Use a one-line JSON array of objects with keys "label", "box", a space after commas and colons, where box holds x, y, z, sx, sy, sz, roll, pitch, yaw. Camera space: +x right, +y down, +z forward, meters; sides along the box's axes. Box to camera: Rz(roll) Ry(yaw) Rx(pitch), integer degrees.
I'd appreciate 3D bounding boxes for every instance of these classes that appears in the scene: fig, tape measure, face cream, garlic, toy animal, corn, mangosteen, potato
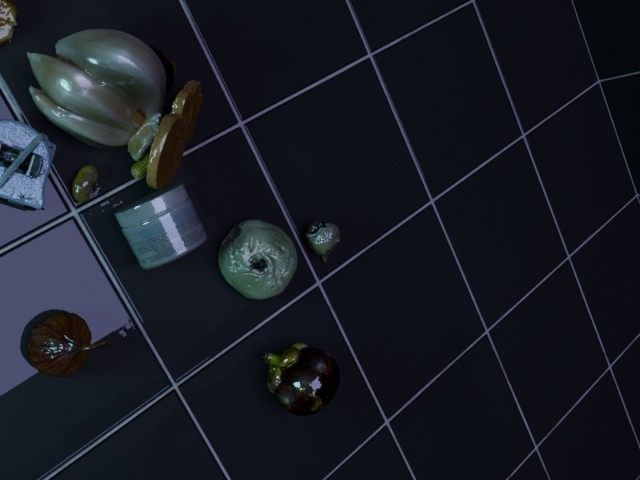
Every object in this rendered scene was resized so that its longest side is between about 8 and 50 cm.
[{"label": "fig", "box": [-0.550, 0.239, 1.559, 0.134, 0.201, 0.146, -1, 96, -43]}, {"label": "tape measure", "box": [-0.673, -0.170, 1.534, 0.181, 0.107, 0.181, 12, 85, -39]}, {"label": "face cream", "box": [-0.375, -0.034, 1.684, 0.177, 0.177, 0.152, -30, 106, -30]}, {"label": "garlic", "box": [-0.481, -0.335, 1.592, 0.279, 0.132, 0.325, -45, 127, 9]}, {"label": "toy animal", "box": [0.000, 0.000, 2.001, 0.098, 0.137, 0.098, 6, 53, -9]}, {"label": "corn", "box": [-0.425, -0.188, 1.738, 0.092, 0.037, 0.037, -43, 112, -25]}, {"label": "mangosteen", "box": [-0.409, -0.412, 1.711, 0.140, 0.140, 0.140, 0, 90, -33]}, {"label": "mangosteen", "box": [-0.057, 0.358, 1.897, 0.217, 0.192, 0.192, 42, 67, -6]}, {"label": "potato", "box": [-0.550, -0.133, 1.651, 0.046, 0.045, 0.092, 40, 67, -66]}]

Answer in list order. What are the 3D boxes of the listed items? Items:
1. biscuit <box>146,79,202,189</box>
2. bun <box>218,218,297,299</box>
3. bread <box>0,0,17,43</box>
[{"label": "biscuit", "box": [-0.353, -0.255, 1.706, 0.044, 0.202, 0.288, 17, 72, 1]}, {"label": "bun", "box": [-0.154, 0.050, 1.871, 0.221, 0.108, 0.221, 1, 89, -34]}, {"label": "bread", "box": [-0.722, -0.476, 1.525, 0.140, 0.069, 0.127, -37, 110, -27]}]
